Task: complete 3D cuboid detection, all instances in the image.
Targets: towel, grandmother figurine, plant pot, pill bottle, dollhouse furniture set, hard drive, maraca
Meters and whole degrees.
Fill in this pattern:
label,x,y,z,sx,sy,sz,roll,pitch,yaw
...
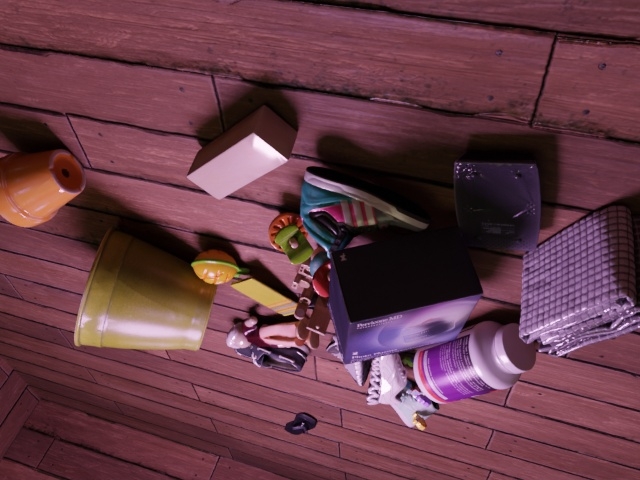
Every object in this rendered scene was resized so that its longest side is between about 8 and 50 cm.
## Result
label,x,y,z,sx,sy,sz,roll,pitch,yaw
towel,0.543,0.093,1.233,0.121,0.235,0.284,25,144,-14
grandmother figurine,-0.180,0.314,2.003,0.342,0.104,0.208,-11,130,35
plant pot,-0.758,-0.160,1.645,0.187,0.205,0.205,-17,130,21
pill bottle,0.416,0.329,1.638,0.181,0.182,0.323,35,142,-17
plant pot,-0.509,0.180,1.838,0.352,0.367,0.366,15,145,-10
dollhouse furniture set,-0.017,0.160,1.700,0.144,0.123,0.151,23,144,-2
hard drive,0.370,-0.080,1.253,0.171,0.054,0.255,4,140,23
towel,-0.155,0.169,1.833,0.102,0.021,0.237,-20,139,38
maraca,-0.294,0.082,1.777,0.127,0.099,0.185,-9,160,38

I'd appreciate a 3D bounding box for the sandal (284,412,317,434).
label,x,y,z,sx,sy,sz,roll,pitch,yaw
sandal,-0.087,0.816,2.625,0.097,0.055,0.254,26,144,-5

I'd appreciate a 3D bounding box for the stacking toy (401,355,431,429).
label,x,y,z,sx,sy,sz,roll,pitch,yaw
stacking toy,0.300,0.489,1.930,0.221,0.052,0.167,38,113,-5

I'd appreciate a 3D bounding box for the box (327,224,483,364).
label,x,y,z,sx,sy,sz,roll,pitch,yaw
box,0.177,0.135,1.386,0.296,0.183,0.294,-12,152,-6

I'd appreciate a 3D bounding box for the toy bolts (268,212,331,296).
label,x,y,z,sx,sy,sz,roll,pitch,yaw
toy bolts,0.000,0.000,1.526,0.218,0.158,0.229,-31,116,1

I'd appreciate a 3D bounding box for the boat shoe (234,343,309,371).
label,x,y,z,sx,sy,sz,roll,pitch,yaw
boat shoe,-0.188,0.402,2.123,0.302,0.091,0.114,-3,137,30

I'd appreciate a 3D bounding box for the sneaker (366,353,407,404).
label,x,y,z,sx,sy,sz,roll,pitch,yaw
sneaker,0.213,0.388,1.848,0.118,0.110,0.292,10,123,11

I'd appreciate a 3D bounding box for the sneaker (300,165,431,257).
label,x,y,z,sx,sy,sz,roll,pitch,yaw
sneaker,0.081,-0.034,1.346,0.295,0.124,0.179,21,112,7

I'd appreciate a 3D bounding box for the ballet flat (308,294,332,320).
label,x,y,z,sx,sy,sz,roll,pitch,yaw
ballet flat,0.024,0.225,1.824,0.173,0.049,0.057,34,143,-16

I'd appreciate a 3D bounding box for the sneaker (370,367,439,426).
label,x,y,z,sx,sy,sz,roll,pitch,yaw
sneaker,0.288,0.494,2.013,0.151,0.094,0.256,-36,102,24

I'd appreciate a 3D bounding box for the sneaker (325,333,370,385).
label,x,y,z,sx,sy,sz,roll,pitch,yaw
sneaker,0.086,0.379,1.972,0.132,0.086,0.229,10,132,25

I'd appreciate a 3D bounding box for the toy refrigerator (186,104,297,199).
label,x,y,z,sx,sy,sz,roll,pitch,yaw
toy refrigerator,-0.181,-0.196,1.367,0.102,0.094,0.269,36,143,-29
